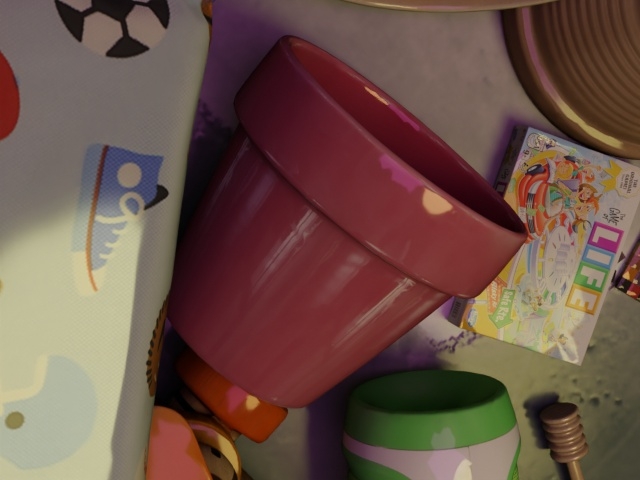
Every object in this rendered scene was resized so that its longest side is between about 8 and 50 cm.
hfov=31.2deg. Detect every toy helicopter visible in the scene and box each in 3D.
[{"bbox_3d":[-0.021,0.203,0.676,0.355,0.235,0.140,42,87,13],"label":"toy helicopter"}]

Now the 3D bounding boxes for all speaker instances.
[{"bbox_3d":[0.083,0.248,0.805,0.131,0.131,0.296,-6,99,-12],"label":"speaker"}]

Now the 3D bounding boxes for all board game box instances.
[{"bbox_3d":[0.168,0.004,0.845,0.103,0.026,0.154,18,93,-15],"label":"board game box"}]

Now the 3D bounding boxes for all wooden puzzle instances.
[{"bbox_3d":[0.256,0.025,0.878,0.083,0.006,0.049,29,90,-14],"label":"wooden puzzle"}]

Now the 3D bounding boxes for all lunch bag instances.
[{"bbox_3d":[-0.223,0.004,0.583,0.239,0.385,0.327,6,96,-33],"label":"lunch bag"}]

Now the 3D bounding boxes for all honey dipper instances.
[{"bbox_3d":[0.202,0.202,0.879,0.030,0.030,0.160,-19,103,-9],"label":"honey dipper"}]

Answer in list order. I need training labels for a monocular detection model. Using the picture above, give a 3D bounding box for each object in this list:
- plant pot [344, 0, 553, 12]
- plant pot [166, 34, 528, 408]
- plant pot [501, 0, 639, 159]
[{"bbox_3d":[0.084,-0.312,0.695,0.257,0.256,0.274,3,80,-13],"label":"plant pot"},{"bbox_3d":[0.000,0.000,0.733,0.201,0.201,0.180,36,104,-14],"label":"plant pot"},{"bbox_3d":[0.256,-0.171,0.801,0.237,0.110,0.237,-2,99,-13],"label":"plant pot"}]
